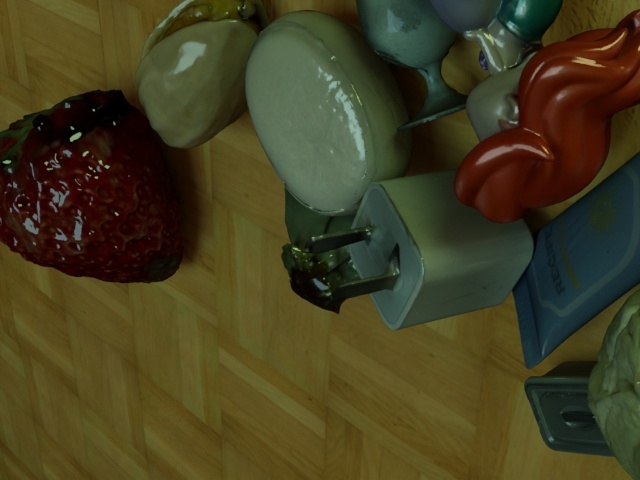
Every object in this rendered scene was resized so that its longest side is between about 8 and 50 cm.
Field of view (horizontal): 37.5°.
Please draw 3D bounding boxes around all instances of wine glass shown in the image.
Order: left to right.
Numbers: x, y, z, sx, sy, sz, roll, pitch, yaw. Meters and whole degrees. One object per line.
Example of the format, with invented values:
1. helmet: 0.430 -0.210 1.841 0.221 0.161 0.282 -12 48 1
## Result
1. wine glass: 0.085 -0.231 0.921 0.103 0.103 0.231 -15 98 52

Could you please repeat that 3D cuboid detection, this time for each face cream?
1. face cream: 0.281 -0.018 0.839 0.385 0.086 0.135 130 142 -52

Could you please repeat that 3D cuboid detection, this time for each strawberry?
1. strawberry: -0.352 -0.057 1.400 0.292 0.292 0.310 0 106 49

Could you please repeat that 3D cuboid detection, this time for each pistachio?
1. pistachio: -0.144 -0.214 1.167 0.157 0.157 0.229 52 136 12

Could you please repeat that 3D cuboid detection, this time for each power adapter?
1. power adapter: 0.088 0.011 0.959 0.125 0.205 0.130 110 143 -49

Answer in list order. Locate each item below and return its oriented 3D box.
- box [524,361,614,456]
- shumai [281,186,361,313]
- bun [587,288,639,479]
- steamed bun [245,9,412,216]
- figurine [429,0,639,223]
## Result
1. box: 0.284 0.171 0.978 0.122 0.062 0.089 -9 106 52
2. shumai: -0.004 -0.005 1.135 0.184 0.142 0.184 26 132 33
3. bun: 0.313 0.120 0.787 0.220 0.134 0.220 -33 46 42
4. steamed bun: 0.017 -0.143 1.030 0.177 0.131 0.228 -35 82 48
5. figurine: 0.180 -0.157 0.793 0.181 0.208 0.257 -131 17 -85
